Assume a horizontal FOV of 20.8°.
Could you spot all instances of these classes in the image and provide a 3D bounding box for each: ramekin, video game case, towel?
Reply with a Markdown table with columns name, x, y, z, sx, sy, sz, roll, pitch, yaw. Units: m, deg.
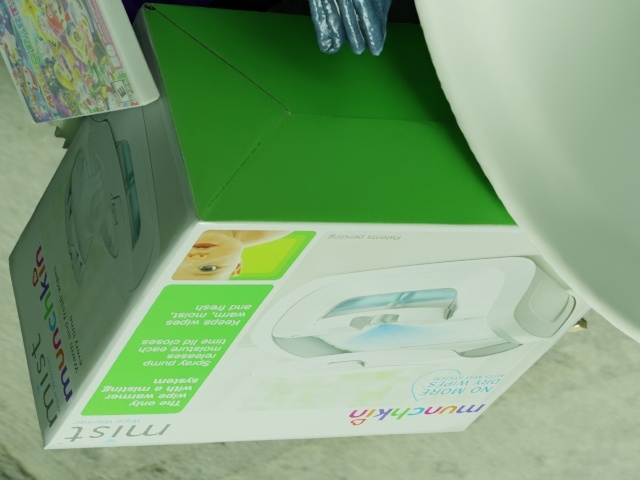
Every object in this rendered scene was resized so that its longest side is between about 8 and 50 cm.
| name | x | y | z | sx | sy | sz | roll | pitch | yaw |
| --- | --- | --- | --- | --- | --- | --- | --- | --- | --- |
| ramekin | 0.164 | -0.097 | 0.702 | 0.135 | 0.277 | 0.277 | -26 | 146 | -22 |
| video game case | -0.120 | -0.098 | 0.795 | 0.122 | 0.011 | 0.087 | -1 | 114 | 58 |
| towel | 0.024 | -0.145 | 0.794 | 0.029 | 0.119 | 0.067 | 6 | 142 | 19 |

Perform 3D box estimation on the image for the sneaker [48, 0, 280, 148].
| name | x | y | z | sx | sy | sz | roll | pitch | yaw |
| --- | --- | --- | --- | --- | --- | --- | --- | --- | --- |
| sneaker | -0.058 | -0.132 | 0.847 | 0.146 | 0.102 | 0.293 | 8 | 140 | 6 |

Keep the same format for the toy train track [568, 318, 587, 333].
| name | x | y | z | sx | sy | sz | roll | pitch | yaw |
| --- | --- | --- | --- | --- | --- | --- | --- | --- | --- |
| toy train track | 0.133 | 0.034 | 1.059 | 0.048 | 0.014 | 0.083 | -23 | 129 | 37 |

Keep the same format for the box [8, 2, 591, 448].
| name | x | y | z | sx | sy | sz | roll | pitch | yaw |
| --- | --- | --- | --- | --- | --- | --- | --- | --- | --- |
| box | 0.000 | 0.000 | 0.900 | 0.262 | 0.126 | 0.231 | 1 | 147 | -29 |
